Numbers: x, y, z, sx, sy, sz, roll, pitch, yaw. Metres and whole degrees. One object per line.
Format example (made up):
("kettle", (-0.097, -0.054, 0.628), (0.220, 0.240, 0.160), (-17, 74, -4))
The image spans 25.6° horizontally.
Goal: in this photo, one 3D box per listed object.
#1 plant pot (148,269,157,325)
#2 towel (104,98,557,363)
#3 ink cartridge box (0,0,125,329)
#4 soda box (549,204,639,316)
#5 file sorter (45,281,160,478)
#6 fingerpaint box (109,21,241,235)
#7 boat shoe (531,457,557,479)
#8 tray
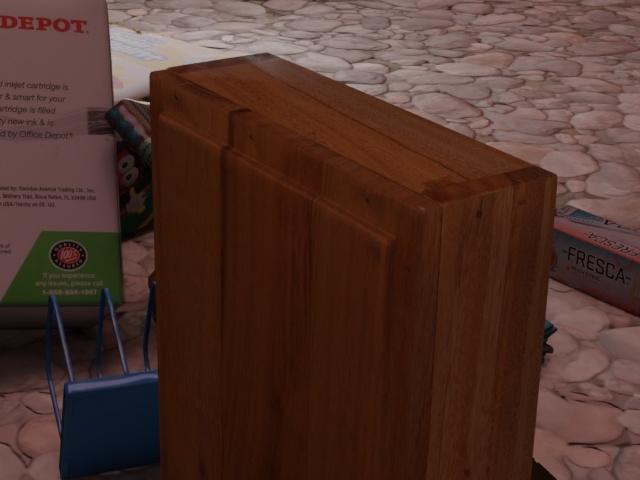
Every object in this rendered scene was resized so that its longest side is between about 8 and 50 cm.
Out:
("plant pot", (-0.111, 0.053, 1.290), (0.083, 0.081, 0.081), (-13, 26, -18))
("towel", (0.015, -0.010, 1.238), (0.370, 0.040, 0.271), (44, 27, 26))
("ink cartridge box", (-0.295, -0.071, 1.258), (0.211, 0.289, 0.121), (1, -14, -21))
("soda box", (0.293, 0.023, 1.401), (0.063, 0.058, 0.183), (-17, 30, -36))
("file sorter", (-0.121, 0.097, 1.085), (0.170, 0.118, 0.105), (-6, 53, -18))
("fingerpaint box", (-0.354, -0.137, 1.615), (0.444, 0.163, 0.371), (20, 30, 35))
("boat shoe", (0.092, 0.164, 0.984), (0.285, 0.089, 0.104), (44, 6, 29))
("tray", (-0.001, 0.138, 0.663), (0.076, 0.411, 0.203), (-15, 28, -32))
